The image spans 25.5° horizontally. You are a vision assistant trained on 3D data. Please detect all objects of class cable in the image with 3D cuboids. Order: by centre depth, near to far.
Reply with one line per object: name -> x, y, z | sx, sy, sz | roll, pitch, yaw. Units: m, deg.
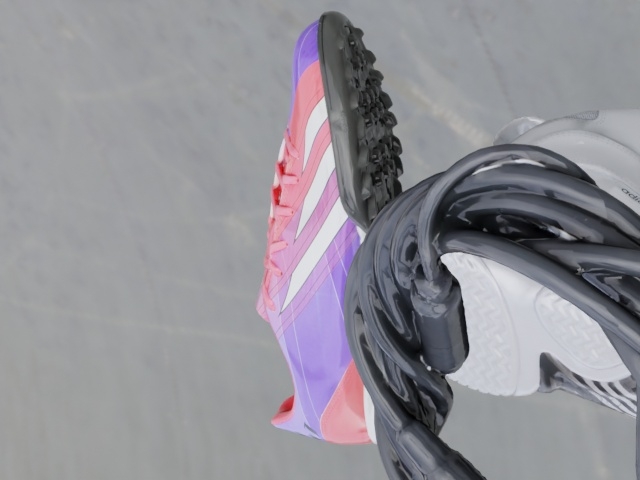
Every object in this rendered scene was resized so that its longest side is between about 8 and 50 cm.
cable -> 0.064, 0.052, 0.411 | 0.150, 0.047, 0.184 | 23, 134, 52

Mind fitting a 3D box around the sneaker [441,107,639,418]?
sneaker -> 0.228, 0.032, 0.859 | 0.366, 0.210, 0.137 | 24, 136, 20

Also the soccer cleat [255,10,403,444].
soccer cleat -> 0.000, 0.000, 0.999 | 0.116, 0.108, 0.318 | -2, 110, 18
